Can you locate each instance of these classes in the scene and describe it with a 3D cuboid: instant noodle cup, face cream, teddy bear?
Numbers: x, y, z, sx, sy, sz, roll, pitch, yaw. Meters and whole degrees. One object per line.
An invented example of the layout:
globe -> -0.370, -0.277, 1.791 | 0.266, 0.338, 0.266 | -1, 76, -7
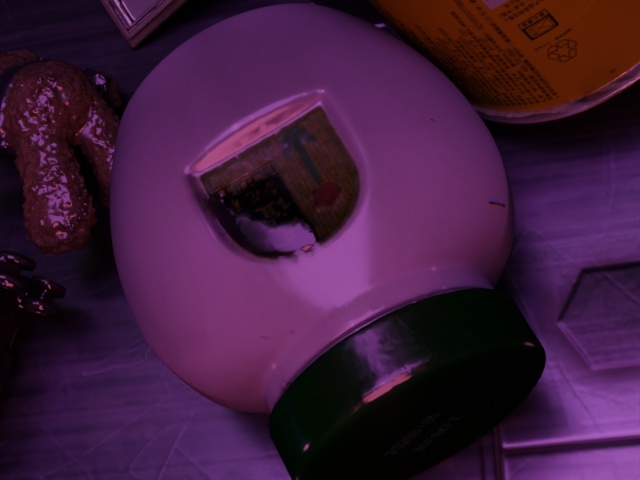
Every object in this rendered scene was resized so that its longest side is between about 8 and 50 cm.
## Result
instant noodle cup -> 0.135, -0.289, 1.068 | 0.326, 0.254, 0.325 | -19, 59, 34
face cream -> 0.000, 0.000, 1.047 | 0.312, 0.219, 0.357 | -30, 63, 1
teddy bear -> -0.252, -0.108, 1.234 | 0.182, 0.129, 0.251 | -24, 47, -36

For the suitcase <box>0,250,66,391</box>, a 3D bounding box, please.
suitcase -> -0.473, 0.098, 1.176 | 0.434, 0.194, 0.283 | 9, 69, 23

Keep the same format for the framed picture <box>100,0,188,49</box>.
framed picture -> -0.144, -0.363, 1.282 | 0.293, 0.018, 0.231 | -38, 80, 22
